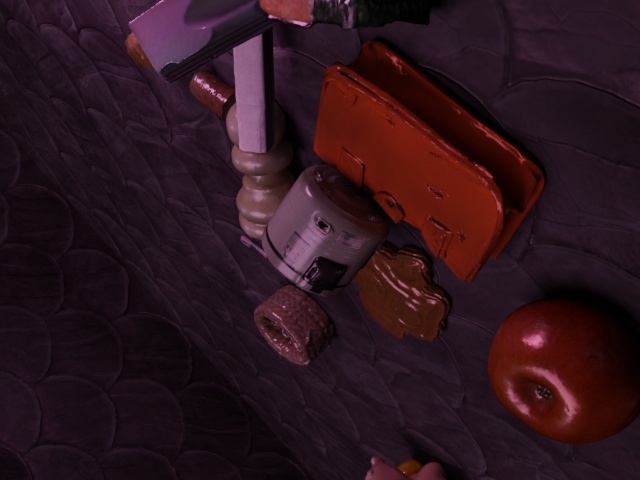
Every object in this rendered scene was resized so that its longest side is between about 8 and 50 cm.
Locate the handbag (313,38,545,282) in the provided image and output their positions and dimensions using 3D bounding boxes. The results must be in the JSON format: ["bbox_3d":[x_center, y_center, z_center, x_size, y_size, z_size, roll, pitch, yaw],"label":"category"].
[{"bbox_3d":[0.169,-0.136,1.289,0.410,0.116,0.303,42,154,16],"label":"handbag"}]

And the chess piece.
[{"bbox_3d":[-0.129,-0.178,1.681,0.182,0.182,0.330,28,141,39],"label":"chess piece"}]

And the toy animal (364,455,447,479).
[{"bbox_3d":[0.309,0.761,2.198,0.246,0.278,0.345,-29,113,36],"label":"toy animal"}]

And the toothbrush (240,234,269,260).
[{"bbox_3d":[-0.142,0.060,2.170,0.288,0.024,0.026,32,150,32],"label":"toothbrush"}]

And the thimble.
[{"bbox_3d":[-0.079,0.250,2.191,0.229,0.148,0.196,28,145,34],"label":"thimble"}]

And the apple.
[{"bbox_3d":[0.423,0.226,1.266,0.271,0.206,0.252,34,148,32],"label":"apple"}]

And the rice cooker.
[{"bbox_3d":[0.009,-0.013,1.479,0.226,0.226,0.244,44,116,12],"label":"rice cooker"}]

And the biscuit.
[{"bbox_3d":[0.182,0.124,1.703,0.269,0.051,0.376,41,153,14],"label":"biscuit"}]

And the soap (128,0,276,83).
[{"bbox_3d":[-0.160,-0.398,1.256,0.109,0.323,0.193,62,177,-9],"label":"soap"}]

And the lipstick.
[{"bbox_3d":[-0.131,-0.332,1.448,0.066,0.068,0.318,7,123,11],"label":"lipstick"}]

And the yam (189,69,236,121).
[{"bbox_3d":[-0.243,-0.342,1.728,0.127,0.084,0.084,41,154,26],"label":"yam"}]

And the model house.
[{"bbox_3d":[0.031,-0.456,1.051,0.253,0.184,0.291,31,136,46],"label":"model house"}]

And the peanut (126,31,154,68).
[{"bbox_3d":[-0.375,-0.472,1.734,0.236,0.110,0.120,4,108,48],"label":"peanut"}]
